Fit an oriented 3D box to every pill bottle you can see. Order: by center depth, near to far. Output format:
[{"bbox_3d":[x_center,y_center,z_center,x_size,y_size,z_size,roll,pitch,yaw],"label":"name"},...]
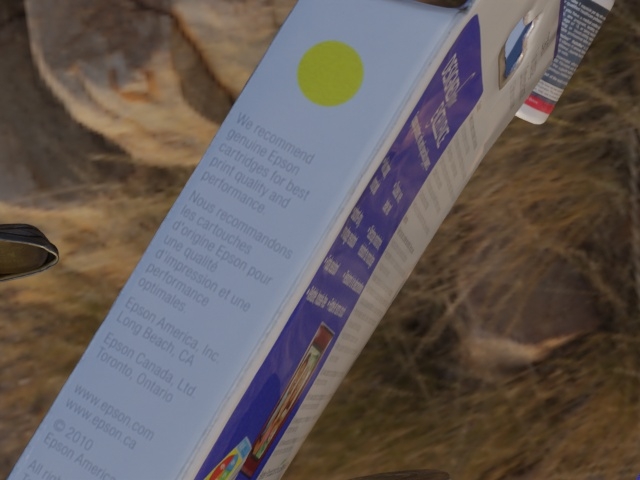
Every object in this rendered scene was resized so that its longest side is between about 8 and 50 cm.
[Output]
[{"bbox_3d":[0.194,-0.203,1.301,0.108,0.108,0.180,37,105,30],"label":"pill bottle"}]

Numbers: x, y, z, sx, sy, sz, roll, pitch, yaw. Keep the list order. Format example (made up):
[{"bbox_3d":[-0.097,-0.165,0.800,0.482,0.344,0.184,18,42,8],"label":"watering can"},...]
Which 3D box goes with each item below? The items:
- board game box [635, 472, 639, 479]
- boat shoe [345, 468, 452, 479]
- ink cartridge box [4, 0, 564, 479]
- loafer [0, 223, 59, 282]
[{"bbox_3d":[0.319,0.239,1.060,0.078,0.347,0.233,23,77,42],"label":"board game box"},{"bbox_3d":[-0.058,0.231,0.931,0.341,0.121,0.110,-25,76,25],"label":"boat shoe"},{"bbox_3d":[0.000,0.000,0.635,0.072,0.303,0.307,30,88,10],"label":"ink cartridge box"},{"bbox_3d":[-0.329,0.016,1.407,0.061,0.170,0.062,17,114,52],"label":"loafer"}]
